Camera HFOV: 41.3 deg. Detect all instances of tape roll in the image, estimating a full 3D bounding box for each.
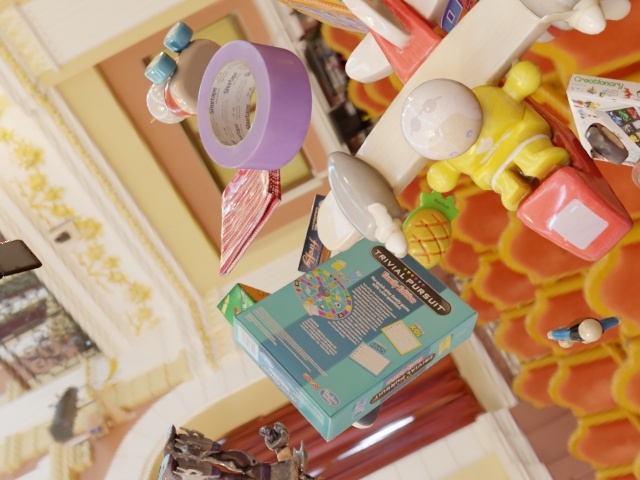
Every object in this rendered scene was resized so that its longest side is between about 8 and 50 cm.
[{"bbox_3d":[-0.102,-0.201,1.278,0.080,0.189,0.189,1,-128,-41],"label":"tape roll"}]

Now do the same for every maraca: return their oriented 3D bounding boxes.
[{"bbox_3d":[0.244,-0.025,1.911,0.127,0.185,0.099,26,175,-24],"label":"maraca"}]

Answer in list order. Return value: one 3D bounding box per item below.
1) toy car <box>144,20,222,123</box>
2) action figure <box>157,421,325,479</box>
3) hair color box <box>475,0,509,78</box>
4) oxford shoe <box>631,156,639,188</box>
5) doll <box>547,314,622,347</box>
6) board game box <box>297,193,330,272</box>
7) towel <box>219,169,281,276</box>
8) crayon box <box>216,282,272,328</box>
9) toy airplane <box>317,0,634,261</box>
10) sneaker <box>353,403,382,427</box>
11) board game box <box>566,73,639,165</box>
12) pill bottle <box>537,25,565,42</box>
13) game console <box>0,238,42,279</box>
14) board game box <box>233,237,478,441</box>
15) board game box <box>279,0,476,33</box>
[{"bbox_3d":[-0.343,-0.370,2.078,0.219,0.238,0.210,38,-125,-27],"label":"toy car"},{"bbox_3d":[-0.115,0.379,1.379,0.185,0.285,0.099,-92,21,-52],"label":"action figure"},{"bbox_3d":[0.436,-0.507,2.120,0.174,0.105,0.347,61,-138,-51],"label":"hair color box"},{"bbox_3d":[0.616,-0.102,1.211,0.123,0.348,0.130,105,175,-67],"label":"oxford shoe"},{"bbox_3d":[0.456,0.155,1.467,0.189,0.129,0.046,41,-145,-76],"label":"doll"},{"bbox_3d":[0.000,0.000,1.847,0.243,0.042,0.165,53,-130,-83],"label":"board game box"},{"bbox_3d":[-0.137,-0.077,1.599,0.031,0.199,0.275,27,-154,-20],"label":"towel"},{"bbox_3d":[-0.104,0.203,1.993,0.165,0.081,0.278,46,-171,27],"label":"crayon box"},{"bbox_3d":[0.156,-0.165,0.976,0.272,0.385,0.386,-22,-68,-60],"label":"toy airplane"},{"bbox_3d":[0.135,0.259,1.979,0.131,0.148,0.350,22,-115,-33],"label":"sneaker"},{"bbox_3d":[0.655,-0.250,1.842,0.193,0.053,0.305,15,166,29],"label":"board game box"},{"bbox_3d":[0.368,-0.429,1.042,0.210,0.363,0.210,41,-150,-30],"label":"pill bottle"},{"bbox_3d":[-0.515,0.055,1.361,0.071,0.107,0.122,23,-174,-41],"label":"game console"},{"bbox_3d":[0.060,0.150,1.465,0.254,0.336,0.079,43,148,29],"label":"board game box"},{"bbox_3d":[0.139,-0.643,1.865,0.357,0.356,0.356,23,-170,28],"label":"board game box"}]
